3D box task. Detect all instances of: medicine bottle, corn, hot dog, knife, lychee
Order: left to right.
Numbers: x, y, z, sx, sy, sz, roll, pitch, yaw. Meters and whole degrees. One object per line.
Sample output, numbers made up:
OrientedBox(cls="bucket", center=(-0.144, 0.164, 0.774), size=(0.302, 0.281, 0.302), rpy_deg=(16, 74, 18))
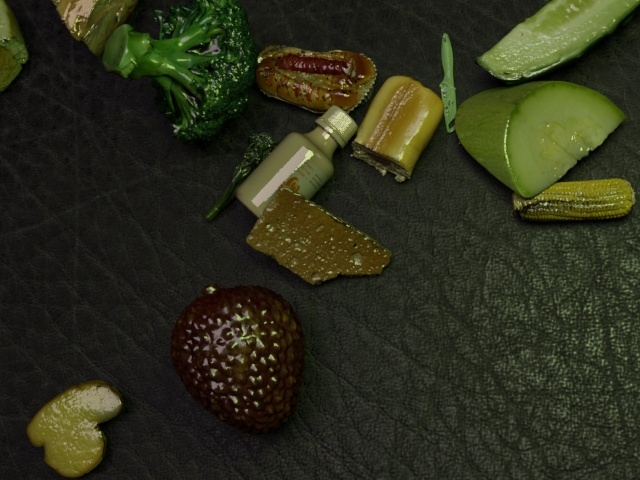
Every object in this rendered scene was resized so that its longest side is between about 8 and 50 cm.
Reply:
OrientedBox(cls="lychee", center=(-0.130, 0.194, 1.513), size=(0.236, 0.236, 0.271), rpy_deg=(-23, 84, 8))
OrientedBox(cls="medicine bottle", center=(-0.037, -0.139, 1.652), size=(0.114, 0.114, 0.252), rpy_deg=(41, 87, 23))
OrientedBox(cls="hot dog", center=(-0.014, -0.313, 1.726), size=(0.253, 0.069, 0.131), rpy_deg=(14, 78, 21))
OrientedBox(cls="knife", center=(0.237, -0.296, 1.679), size=(0.030, 0.014, 0.207), rpy_deg=(-6, 72, 12))
OrientedBox(cls="corn", center=(0.428, -0.067, 1.522), size=(0.203, 0.072, 0.072), rpy_deg=(-2, 72, 16))

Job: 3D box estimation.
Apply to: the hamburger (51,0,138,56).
OrientedBox(cls="hamburger", center=(-0.475, -0.555, 1.886), size=(0.209, 0.162, 0.330), rpy_deg=(-33, 65, 1))

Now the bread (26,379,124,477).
OrientedBox(cls="bread", center=(-0.432, 0.344, 1.644), size=(0.188, 0.065, 0.149), rpy_deg=(-35, 78, 0))

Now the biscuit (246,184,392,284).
OrientedBox(cls="biscuit", center=(-0.002, 0.011, 1.596), size=(0.237, 0.026, 0.131), rpy_deg=(32, 106, -7))

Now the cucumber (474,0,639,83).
OrientedBox(cls="cucumber", center=(0.430, -0.371, 1.596), size=(0.325, 0.105, 0.145), rpy_deg=(-37, 70, -3))

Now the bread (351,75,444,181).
OrientedBox(cls="bread", center=(0.145, -0.206, 1.637), size=(0.134, 0.085, 0.173), rpy_deg=(30, 84, 25))

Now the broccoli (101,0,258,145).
OrientedBox(cls="broccoli", center=(-0.253, -0.342, 1.685), size=(0.298, 0.297, 0.297), rpy_deg=(-13, 71, 43))

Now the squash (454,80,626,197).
OrientedBox(cls="squash", center=(0.366, -0.204, 1.586), size=(0.237, 0.155, 0.204), rpy_deg=(-39, 92, -13))

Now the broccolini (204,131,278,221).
OrientedBox(cls="broccolini", center=(-0.145, -0.115, 1.713), size=(0.068, 0.091, 0.202), rpy_deg=(29, 102, -8))

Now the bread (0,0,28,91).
OrientedBox(cls="bread", center=(-0.742, -0.445, 1.952), size=(0.186, 0.124, 0.257), rpy_deg=(-21, 67, 2))
